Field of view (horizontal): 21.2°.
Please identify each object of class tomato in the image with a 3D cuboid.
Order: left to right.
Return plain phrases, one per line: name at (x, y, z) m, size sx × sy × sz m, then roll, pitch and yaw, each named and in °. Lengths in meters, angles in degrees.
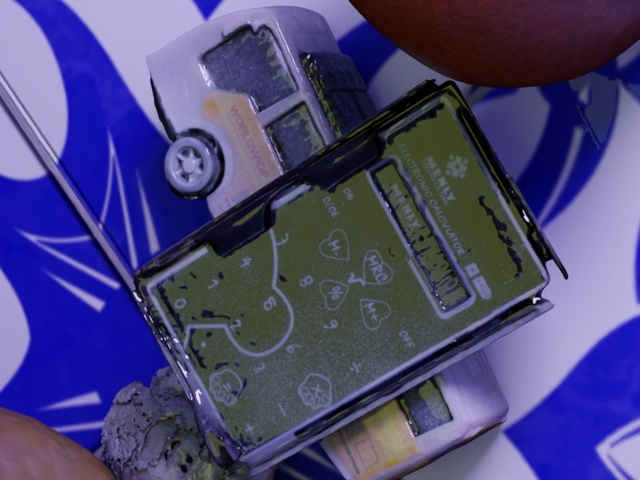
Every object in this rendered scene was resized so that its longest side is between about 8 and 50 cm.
tomato at (0.115, -0.215, 1.000) m, size 0.256 × 0.256 × 0.224 m, roll -52°, pitch 46°, yaw 25°

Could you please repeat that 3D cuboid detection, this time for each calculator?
calculator at (0.012, 0.029, 1.116) m, size 0.274 × 0.028 × 0.165 m, roll -32°, pitch 81°, yaw 21°

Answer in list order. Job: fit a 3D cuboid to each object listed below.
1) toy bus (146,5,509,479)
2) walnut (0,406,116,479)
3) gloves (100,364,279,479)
toy bus at (0.000, 0.000, 1.184) m, size 0.138 × 0.097 × 0.342 m, roll -29°, pitch 81°, yaw 28°
walnut at (-0.305, 0.259, 1.285) m, size 0.344 × 0.306 × 0.306 m, roll 20°, pitch 105°, yaw 41°
gloves at (-0.096, 0.153, 1.275) m, size 0.153 × 0.070 × 0.114 m, roll 24°, pitch 107°, yaw 30°
